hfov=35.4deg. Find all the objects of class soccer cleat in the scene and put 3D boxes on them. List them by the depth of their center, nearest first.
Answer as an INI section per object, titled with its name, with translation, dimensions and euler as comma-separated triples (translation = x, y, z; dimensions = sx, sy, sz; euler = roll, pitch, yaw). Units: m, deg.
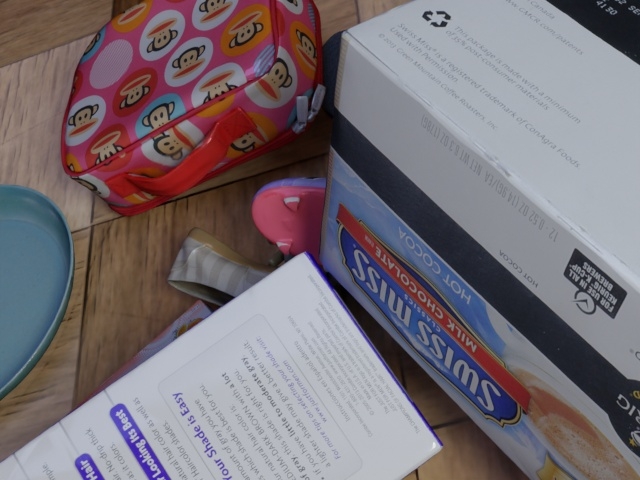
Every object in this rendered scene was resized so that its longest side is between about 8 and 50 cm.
[soccer cleat]
translation = 0.063, -0.023, 0.874
dimensions = 0.248, 0.083, 0.095
euler = 6, 36, -6

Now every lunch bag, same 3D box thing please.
[lunch bag]
translation = -0.138, -0.157, 1.064
dimensions = 0.293, 0.120, 0.258
euler = -23, 48, 23

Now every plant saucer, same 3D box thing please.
[plant saucer]
translation = -0.397, 0.078, 1.089
dimensions = 0.317, 0.044, 0.318
euler = -13, 52, 17

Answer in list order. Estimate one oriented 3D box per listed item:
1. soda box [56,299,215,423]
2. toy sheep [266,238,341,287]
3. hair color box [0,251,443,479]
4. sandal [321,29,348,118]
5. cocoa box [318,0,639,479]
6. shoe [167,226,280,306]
[soda box]
translation = -0.151, 0.142, 0.915
dimensions = 0.183, 0.058, 0.063
euler = -41, 50, -6
[toy sheep]
translation = 0.000, 0.000, 0.929
dimensions = 0.132, 0.091, 0.091
euler = 33, 74, 22
[hair color box]
translation = -0.093, 0.184, 0.783
dimensions = 0.339, 0.110, 0.185
euler = -34, 77, -3
[sandal]
translation = 0.079, -0.132, 1.015
dimensions = 0.097, 0.054, 0.254
euler = -48, 53, 0
[cocoa box]
translation = 0.192, 0.002, 0.666
dimensions = 0.231, 0.228, 0.347
euler = -28, 57, -27
[shoe]
translation = -0.056, 0.055, 0.918
dimensions = 0.219, 0.076, 0.058
euler = 25, 65, 36
